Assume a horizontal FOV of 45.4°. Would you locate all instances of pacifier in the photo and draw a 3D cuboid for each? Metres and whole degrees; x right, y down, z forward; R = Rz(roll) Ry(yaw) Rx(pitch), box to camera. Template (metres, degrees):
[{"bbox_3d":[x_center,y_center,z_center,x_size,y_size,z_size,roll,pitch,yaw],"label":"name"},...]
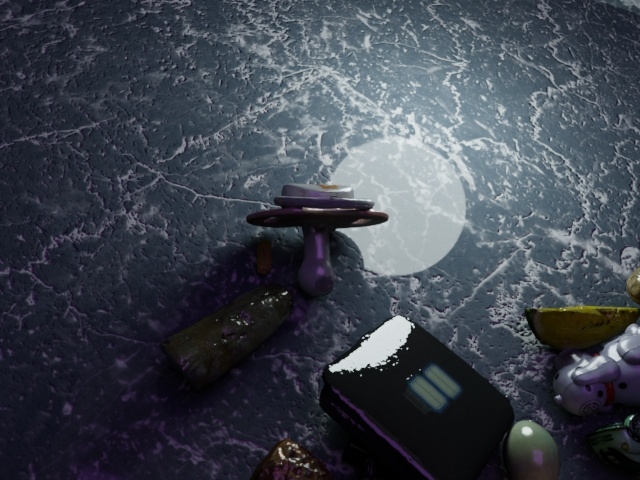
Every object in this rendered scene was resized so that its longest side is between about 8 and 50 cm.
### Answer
[{"bbox_3d":[-0.005,-0.028,1.761,0.332,0.273,0.220,1,29,-17],"label":"pacifier"}]

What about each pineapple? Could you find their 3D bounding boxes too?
[{"bbox_3d":[-0.004,0.501,1.425,0.278,0.158,0.158,39,54,0],"label":"pineapple"}]

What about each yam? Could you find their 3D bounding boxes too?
[{"bbox_3d":[-0.186,0.191,1.610,0.133,0.133,0.330,42,51,17],"label":"yam"}]

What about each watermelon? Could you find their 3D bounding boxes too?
[{"bbox_3d":[0.595,0.187,1.798,0.301,0.129,0.123,2,55,-20],"label":"watermelon"}]

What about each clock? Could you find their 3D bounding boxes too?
[{"bbox_3d":[0.633,0.311,1.711,0.254,0.189,0.189,-15,58,-5],"label":"clock"}]

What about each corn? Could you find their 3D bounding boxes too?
[{"bbox_3d":[-0.131,0.039,1.789,0.037,0.037,0.092,5,50,-11],"label":"corn"}]

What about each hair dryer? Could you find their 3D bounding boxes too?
[{"bbox_3d":[0.101,0.441,1.461,0.124,0.071,0.219,23,10,5],"label":"hair dryer"}]

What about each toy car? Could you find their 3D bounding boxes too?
[{"bbox_3d":[0.732,0.443,1.643,0.306,0.136,0.125,4,67,-13],"label":"toy car"}]

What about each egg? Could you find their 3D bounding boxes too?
[{"bbox_3d":[0.433,0.443,1.576,0.114,0.114,0.152,7,50,-9],"label":"egg"}]

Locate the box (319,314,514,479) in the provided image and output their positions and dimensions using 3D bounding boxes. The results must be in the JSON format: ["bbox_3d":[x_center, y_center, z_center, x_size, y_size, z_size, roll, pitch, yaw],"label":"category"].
[{"bbox_3d":[0.200,0.334,1.560,0.359,0.091,0.350,38,36,15],"label":"box"}]

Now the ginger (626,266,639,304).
[{"bbox_3d":[0.895,0.213,1.826,0.256,0.176,0.375,-9,65,-46],"label":"ginger"}]
